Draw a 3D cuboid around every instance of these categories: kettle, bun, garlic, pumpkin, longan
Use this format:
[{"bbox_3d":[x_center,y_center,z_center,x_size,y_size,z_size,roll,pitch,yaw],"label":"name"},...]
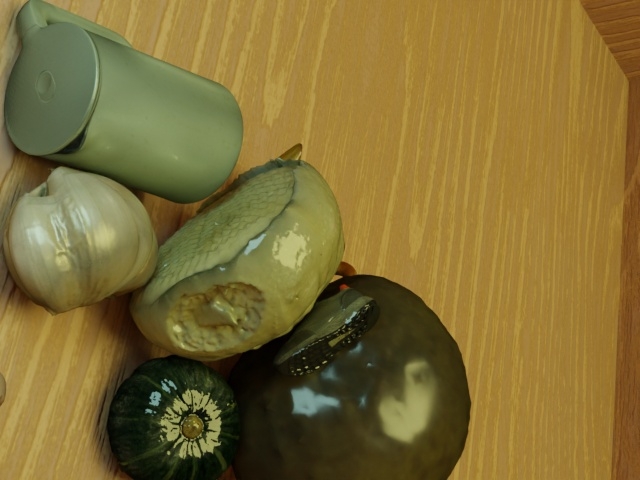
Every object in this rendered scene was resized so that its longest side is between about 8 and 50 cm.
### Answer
[{"bbox_3d":[-0.291,-0.212,1.710,0.318,0.205,0.265,15,73,-52],"label":"kettle"},{"bbox_3d":[-0.110,0.048,1.764,0.202,0.364,0.364,51,42,-20],"label":"bun"},{"bbox_3d":[-0.331,-0.013,1.618,0.281,0.184,0.203,-15,85,-57],"label":"garlic"},{"bbox_3d":[-0.222,0.281,1.743,0.211,0.152,0.212,3,82,-22],"label":"pumpkin"},{"bbox_3d":[0.049,0.289,1.932,0.436,0.404,0.404,-45,122,-28],"label":"longan"}]

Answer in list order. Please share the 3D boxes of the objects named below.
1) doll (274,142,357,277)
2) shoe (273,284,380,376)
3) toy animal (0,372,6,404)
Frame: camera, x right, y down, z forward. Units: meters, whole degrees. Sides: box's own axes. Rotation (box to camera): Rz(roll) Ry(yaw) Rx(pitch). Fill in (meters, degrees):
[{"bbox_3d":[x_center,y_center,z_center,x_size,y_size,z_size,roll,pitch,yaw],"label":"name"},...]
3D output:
[{"bbox_3d":[-0.050,-0.021,2.033,0.270,0.162,0.167,64,14,-44],"label":"doll"},{"bbox_3d":[-0.002,0.138,1.764,0.194,0.077,0.074,-33,144,-21],"label":"shoe"},{"bbox_3d":[-0.473,0.147,1.396,0.171,0.171,0.198,-46,129,-51],"label":"toy animal"}]
